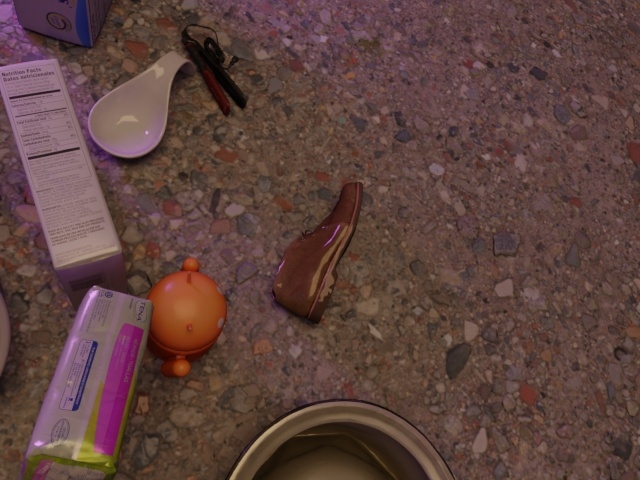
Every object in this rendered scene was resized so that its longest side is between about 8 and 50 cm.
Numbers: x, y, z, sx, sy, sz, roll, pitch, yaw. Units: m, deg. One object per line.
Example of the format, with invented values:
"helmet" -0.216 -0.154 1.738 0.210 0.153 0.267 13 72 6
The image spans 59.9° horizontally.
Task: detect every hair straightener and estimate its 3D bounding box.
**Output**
"hair straightener" -0.221 -0.375 1.186 0.089 0.047 0.230 -28 76 -26

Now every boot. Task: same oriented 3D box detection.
"boot" 0.000 0.000 1.075 0.115 0.112 0.306 22 65 3

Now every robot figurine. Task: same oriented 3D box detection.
"robot figurine" -0.216 0.126 0.880 0.128 0.219 0.158 41 62 1

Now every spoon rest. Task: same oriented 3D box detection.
"spoon rest" -0.336 -0.274 1.079 0.137 0.084 0.277 30 62 -5

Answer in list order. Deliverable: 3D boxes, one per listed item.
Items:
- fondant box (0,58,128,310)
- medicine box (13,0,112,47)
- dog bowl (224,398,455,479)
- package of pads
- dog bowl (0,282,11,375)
"fondant box" -0.406 -0.078 0.889 0.096 0.238 0.331 -17 75 -22
"medicine box" -0.472 -0.578 1.053 0.149 0.263 0.290 15 65 -12
"dog bowl" 0.019 0.464 0.864 0.407 0.150 0.408 7 67 -17
"package of pads" -0.317 0.237 0.734 0.101 0.297 0.229 18 46 -20
"dog bowl" -0.576 0.133 0.708 0.348 0.102 0.349 -15 112 -44
